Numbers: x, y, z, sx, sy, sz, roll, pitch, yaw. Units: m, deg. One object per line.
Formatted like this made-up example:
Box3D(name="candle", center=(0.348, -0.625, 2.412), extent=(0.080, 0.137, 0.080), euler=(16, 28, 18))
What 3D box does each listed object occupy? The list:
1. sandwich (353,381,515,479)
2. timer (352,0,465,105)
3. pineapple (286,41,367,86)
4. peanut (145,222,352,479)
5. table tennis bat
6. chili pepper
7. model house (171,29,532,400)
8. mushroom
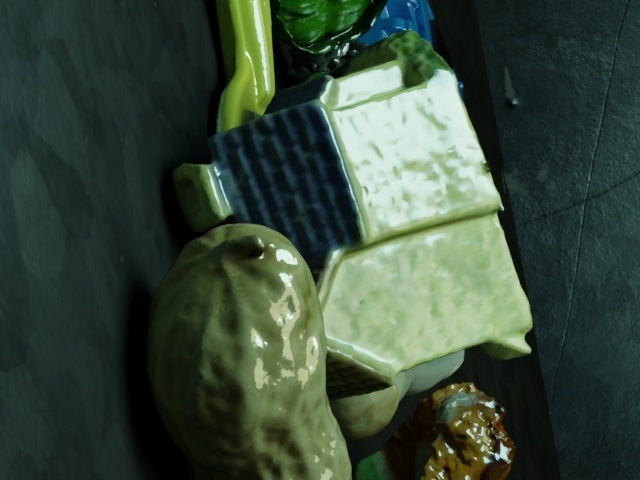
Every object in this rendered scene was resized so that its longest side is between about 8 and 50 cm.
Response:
Box3D(name="sandwich", center=(0.116, 0.279, 2.055), extent=(0.250, 0.162, 0.301), euler=(-58, 167, -53))
Box3D(name="timer", center=(0.134, -0.203, 2.628), extent=(0.309, 0.115, 0.340), euler=(60, 21, -46))
Box3D(name="pineapple", center=(0.016, -0.131, 2.072), extent=(0.158, 0.158, 0.278), euler=(62, 9, -50))
Box3D(name="peanut", center=(-0.064, 0.136, 1.488), extent=(0.159, 0.143, 0.291), euler=(-27, 115, -41))
Box3D(name="table tennis bat", center=(-0.065, -0.121, 1.866), extent=(0.224, 0.054, 0.368), euler=(9, 74, -74))
Box3D(name="chili pepper", center=(0.014, -0.378, 1.956), extent=(0.167, 0.213, 0.385), euler=(59, -25, 28))
Box3D(name="model house", center=(0.000, 0.000, 1.701), extent=(0.266, 0.261, 0.321), euler=(-20, 91, -35))
Box3D(name="mushroom", center=(0.073, 0.128, 2.039), extent=(0.122, 0.159, 0.328), euler=(-66, 174, 20))
